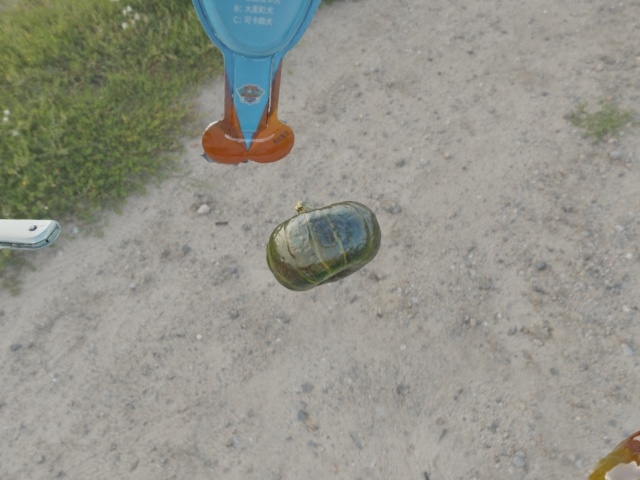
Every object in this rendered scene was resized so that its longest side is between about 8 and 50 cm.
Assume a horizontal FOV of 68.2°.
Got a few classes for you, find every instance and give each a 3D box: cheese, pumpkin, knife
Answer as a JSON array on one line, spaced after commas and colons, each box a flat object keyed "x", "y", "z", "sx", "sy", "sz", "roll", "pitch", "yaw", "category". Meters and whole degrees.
[{"x": -0.051, "y": -0.159, "z": 0.364, "sx": 0.106, "sy": 0.256, "sz": 0.037, "roll": -2, "pitch": 48, "yaw": -15, "category": "cheese"}, {"x": -0.002, "y": -0.003, "z": 1.037, "sx": 0.260, "sy": 0.260, "sz": 0.190, "roll": -24, "pitch": 79, "yaw": -10, "category": "pumpkin"}, {"x": -0.577, "y": -0.005, "z": 0.797, "sx": 0.265, "sy": 0.041, "sz": 0.073, "roll": -1, "pitch": 37, "yaw": 3, "category": "knife"}]

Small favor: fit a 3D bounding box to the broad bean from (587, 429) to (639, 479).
[{"x": 0.393, "y": 0.258, "z": 0.484, "sx": 0.228, "sy": 0.122, "sz": 0.156, "roll": -12, "pitch": 40, "yaw": -1, "category": "broad bean"}]
